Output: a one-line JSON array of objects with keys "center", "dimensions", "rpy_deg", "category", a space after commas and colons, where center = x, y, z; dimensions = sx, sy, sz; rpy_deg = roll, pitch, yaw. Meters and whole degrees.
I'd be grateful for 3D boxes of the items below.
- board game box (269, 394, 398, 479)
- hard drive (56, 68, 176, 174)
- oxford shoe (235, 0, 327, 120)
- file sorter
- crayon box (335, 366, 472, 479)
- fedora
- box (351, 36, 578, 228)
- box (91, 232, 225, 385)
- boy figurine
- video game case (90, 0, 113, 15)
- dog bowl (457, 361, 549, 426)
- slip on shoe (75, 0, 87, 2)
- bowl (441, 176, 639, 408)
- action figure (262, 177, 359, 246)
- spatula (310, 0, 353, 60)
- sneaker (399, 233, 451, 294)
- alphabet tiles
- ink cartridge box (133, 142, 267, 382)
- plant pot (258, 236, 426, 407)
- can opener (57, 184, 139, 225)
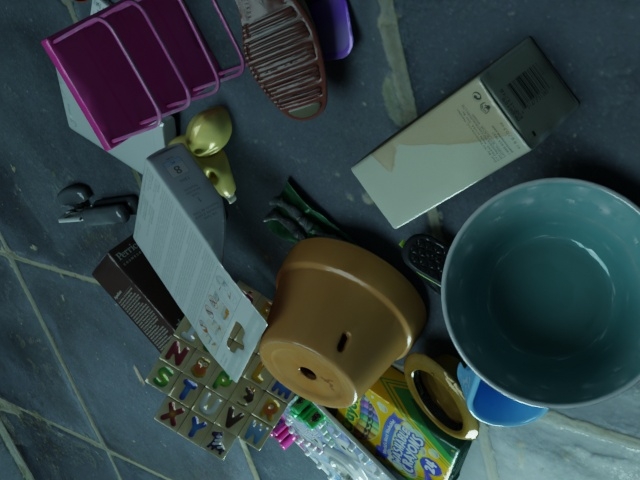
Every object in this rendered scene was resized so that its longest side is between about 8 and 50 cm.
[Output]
[{"center": [0.051, 0.517, 2.081], "dimensions": [0.390, 0.050, 0.390], "rpy_deg": [44, 158, 6], "category": "board game box"}, {"center": [-0.423, -0.247, 1.964], "dimensions": [0.307, 0.040, 0.203], "rpy_deg": [31, 145, 21], "category": "hard drive"}, {"center": [-0.066, -0.359, 1.458], "dimensions": [0.123, 0.130, 0.348], "rpy_deg": [-13, 115, 17], "category": "oxford shoe"}, {"center": [-0.255, -0.316, 1.538], "dimensions": [0.182, 0.290, 0.202], "rpy_deg": [-9, 115, 46], "category": "file sorter"}, {"center": [0.146, 0.363, 1.902], "dimensions": [0.323, 0.083, 0.203], "rpy_deg": [33, 140, 22], "category": "crayon box"}, {"center": [0.238, 0.273, 1.717], "dimensions": [0.194, 0.079, 0.194], "rpy_deg": [41, 152, 28], "category": "fedora"}, {"center": [0.198, -0.145, 1.346], "dimensions": [0.121, 0.148, 0.311], "rpy_deg": [53, 142, -4], "category": "box"}, {"center": [-0.300, 0.142, 2.074], "dimensions": [0.381, 0.191, 0.143], "rpy_deg": [48, 143, 0], "category": "box"}, {"center": [-0.234, -0.149, 1.829], "dimensions": [0.177, 0.092, 0.285], "rpy_deg": [33, 140, 21], "category": "boy figurine"}, {"center": [-0.402, -0.388, 1.847], "dimensions": [0.143, 0.019, 0.157], "rpy_deg": [41, 142, 10], "category": "video game case"}, {"center": [0.319, 0.200, 1.521], "dimensions": [0.166, 0.074, 0.297], "rpy_deg": [6, 136, -1], "category": "dog bowl"}, {"center": [-0.476, -0.503, 1.754], "dimensions": [0.331, 0.101, 0.123], "rpy_deg": [14, 133, 40], "category": "slip on shoe"}, {"center": [0.328, 0.077, 1.324], "dimensions": [0.311, 0.311, 0.163], "rpy_deg": [41, -179, 10], "category": "bowl"}, {"center": [0.000, 0.000, 1.752], "dimensions": [0.232, 0.063, 0.137], "rpy_deg": [35, 138, 13], "category": "action figure"}, {"center": [-0.016, -0.417, 1.417], "dimensions": [0.084, 0.030, 0.296], "rpy_deg": [4, 124, 43], "category": "spatula"}, {"center": [0.234, 0.066, 1.575], "dimensions": [0.234, 0.084, 0.097], "rpy_deg": [40, 176, 6], "category": "sneaker"}, {"center": [-0.188, 0.271, 1.964], "dimensions": [0.285, 0.342, 0.011], "rpy_deg": [32, 178, -1], "category": "alphabet tiles"}, {"center": [-0.213, 0.049, 1.782], "dimensions": [0.385, 0.091, 0.308], "rpy_deg": [52, 151, 14], "category": "ink cartridge box"}, {"center": [0.020, 0.164, 1.700], "dimensions": [0.291, 0.203, 0.291], "rpy_deg": [23, 146, 16], "category": "plant pot"}, {"center": [-0.537, -0.086, 2.207], "dimensions": [0.283, 0.076, 0.095], "rpy_deg": [-3, 120, 46], "category": "can opener"}]
